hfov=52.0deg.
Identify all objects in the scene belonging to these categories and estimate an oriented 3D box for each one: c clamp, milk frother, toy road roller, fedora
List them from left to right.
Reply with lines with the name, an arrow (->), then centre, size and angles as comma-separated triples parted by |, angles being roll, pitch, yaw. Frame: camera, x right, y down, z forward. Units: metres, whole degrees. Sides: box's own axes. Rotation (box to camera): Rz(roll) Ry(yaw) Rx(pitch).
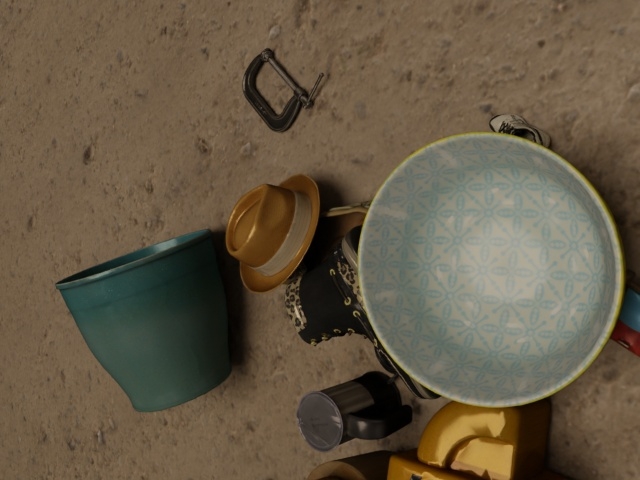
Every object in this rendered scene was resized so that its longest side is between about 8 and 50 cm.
fedora -> -0.083, -0.021, 0.968 | 0.194, 0.079, 0.194 | -31, 47, 39
c clamp -> -0.067, -0.253, 1.066 | 0.160, 0.022, 0.137 | 47, 127, 27
milk frother -> 0.051, 0.205, 0.917 | 0.129, 0.135, 0.143 | -20, 80, 40
toy road roller -> 0.153, 0.289, 0.800 | 0.330, 0.202, 0.240 | 7, 86, 36

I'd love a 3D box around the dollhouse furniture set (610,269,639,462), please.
dollhouse furniture set -> 0.341, 0.138, 0.657 | 0.184, 0.129, 0.129 | 37, 117, 32

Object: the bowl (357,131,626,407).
bowl -> 0.204, 0.028, 0.745 | 0.290, 0.156, 0.289 | 1, 92, 35

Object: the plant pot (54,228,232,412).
plant pot -> -0.277, 0.144, 1.137 | 0.272, 0.272, 0.255 | -13, 99, 41

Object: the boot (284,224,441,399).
boot -> 0.058, 0.117, 0.879 | 0.179, 0.085, 0.236 | -36, 79, 44

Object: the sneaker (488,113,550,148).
sneaker -> 0.236, -0.133, 0.792 | 0.083, 0.037, 0.031 | 33, 116, 37

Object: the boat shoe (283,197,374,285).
boat shoe -> 0.000, 0.000, 0.976 | 0.285, 0.089, 0.104 | -26, 76, 40
